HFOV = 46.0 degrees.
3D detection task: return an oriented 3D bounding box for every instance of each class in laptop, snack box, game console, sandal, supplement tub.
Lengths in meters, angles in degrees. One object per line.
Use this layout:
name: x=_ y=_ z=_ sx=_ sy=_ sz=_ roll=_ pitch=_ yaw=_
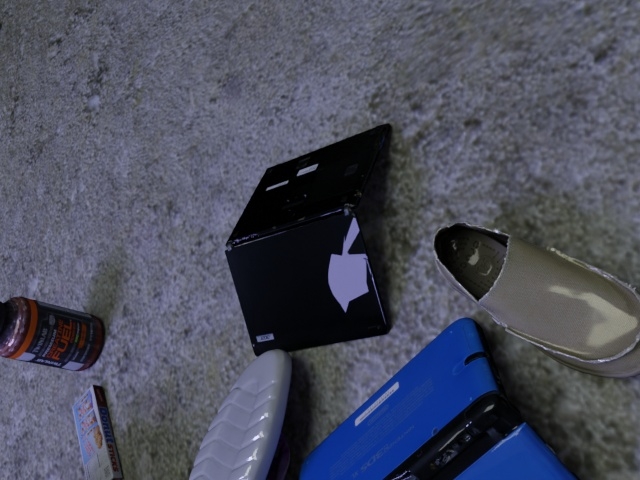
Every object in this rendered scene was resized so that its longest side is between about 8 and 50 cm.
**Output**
laptop: x=0.000 y=0.000 z=1.029 sx=0.234 sy=0.136 sz=0.264 roll=-16 pitch=37 yaw=38
snack box: x=-0.364 y=0.325 z=1.224 sx=0.064 sy=0.022 sz=0.178 roll=-46 pitch=48 yaw=20
game console: x=0.127 y=0.272 z=0.785 sx=0.293 sy=0.173 sz=0.250 roll=-46 pitch=17 yaw=18
sandal: x=-0.099 y=0.337 z=0.919 sx=0.169 sy=0.102 sz=0.416 roll=-23 pitch=43 yaw=51
supplement tub: x=-0.478 y=0.156 z=1.276 sx=0.106 sy=0.198 sz=0.106 roll=-18 pitch=62 yaw=38

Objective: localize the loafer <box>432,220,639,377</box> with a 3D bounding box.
loafer: x=0.209 y=0.053 z=0.753 sx=0.269 sy=0.092 sz=0.101 roll=26 pitch=91 yaw=46
